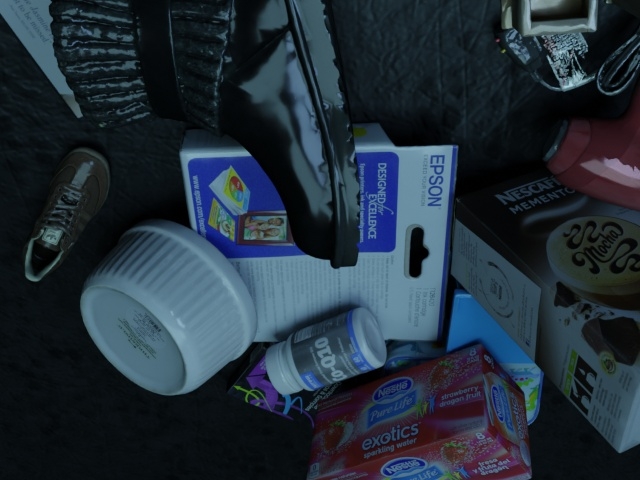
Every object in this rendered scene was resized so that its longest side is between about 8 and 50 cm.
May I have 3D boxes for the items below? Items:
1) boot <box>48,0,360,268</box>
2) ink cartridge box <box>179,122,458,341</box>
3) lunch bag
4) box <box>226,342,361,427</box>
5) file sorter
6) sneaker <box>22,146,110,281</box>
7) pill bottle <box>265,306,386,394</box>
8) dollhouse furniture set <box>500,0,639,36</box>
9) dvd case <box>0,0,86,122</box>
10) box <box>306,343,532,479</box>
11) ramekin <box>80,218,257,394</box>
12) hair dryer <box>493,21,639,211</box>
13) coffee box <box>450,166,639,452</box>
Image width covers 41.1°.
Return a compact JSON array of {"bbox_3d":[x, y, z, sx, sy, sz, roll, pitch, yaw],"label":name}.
[{"bbox_3d":[-0.101,-0.120,0.846,0.260,0.131,0.348,-9,110,5],"label":"boot"},{"bbox_3d":[0.000,0.000,1.038,0.307,0.072,0.304,-2,128,-1],"label":"ink cartridge box"},{"bbox_3d":[0.189,0.189,1.172,0.218,0.090,0.176,-4,128,3],"label":"lunch bag"},{"bbox_3d":[-0.038,0.208,1.228,0.162,0.029,0.116,24,125,-20],"label":"box"},{"bbox_3d":[0.241,0.078,1.072,0.170,0.104,0.118,0,129,0],"label":"file sorter"},{"bbox_3d":[-0.302,-0.024,1.013,0.066,0.071,0.188,23,126,-17],"label":"sneaker"},{"bbox_3d":[0.005,0.140,1.060,0.137,0.078,0.078,-23,125,20],"label":"pill bottle"},{"bbox_3d":[0.290,-0.362,0.680,0.303,0.174,0.356,-4,112,6],"label":"dollhouse furniture set"},{"bbox_3d":[-0.192,-0.237,0.871,0.253,0.022,0.180,-20,126,15],"label":"dvd case"},{"bbox_3d":[0.121,0.247,1.076,0.256,0.128,0.123,-25,126,28],"label":"box"},{"bbox_3d":[-0.190,0.088,1.023,0.207,0.109,0.207,22,134,24],"label":"ramekin"},{"bbox_3d":[0.327,-0.136,0.865,0.223,0.080,0.294,-23,106,20],"label":"hair dryer"},{"bbox_3d":[0.288,0.052,0.904,0.168,0.297,0.119,-20,133,-19],"label":"coffee box"}]
